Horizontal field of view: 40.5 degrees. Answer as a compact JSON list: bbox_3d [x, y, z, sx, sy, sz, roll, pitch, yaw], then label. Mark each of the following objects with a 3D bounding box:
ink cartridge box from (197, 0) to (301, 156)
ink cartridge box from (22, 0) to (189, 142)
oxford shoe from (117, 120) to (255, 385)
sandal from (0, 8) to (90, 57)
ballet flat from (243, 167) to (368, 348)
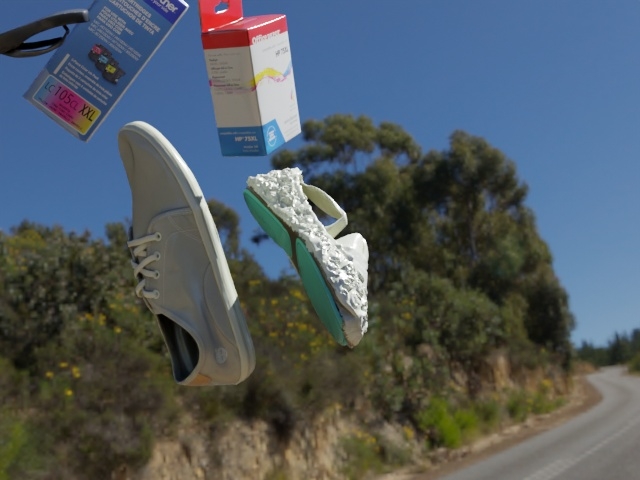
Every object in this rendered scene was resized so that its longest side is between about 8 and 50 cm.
[{"bbox_3d":[-0.102,-0.252,1.282,0.078,0.231,0.134,2,23,23],"label":"ink cartridge box"},{"bbox_3d":[-0.414,-0.400,1.738,0.151,0.395,0.270,39,-3,-20],"label":"ink cartridge box"},{"bbox_3d":[-0.236,0.030,1.363,0.130,0.449,0.169,-21,3,-29],"label":"oxford shoe"},{"bbox_3d":[-0.504,-0.335,1.471,0.255,0.054,0.097,-19,21,5],"label":"sandal"},{"bbox_3d":[0.000,0.000,1.473,0.147,0.409,0.147,-20,-42,-19],"label":"ballet flat"}]
